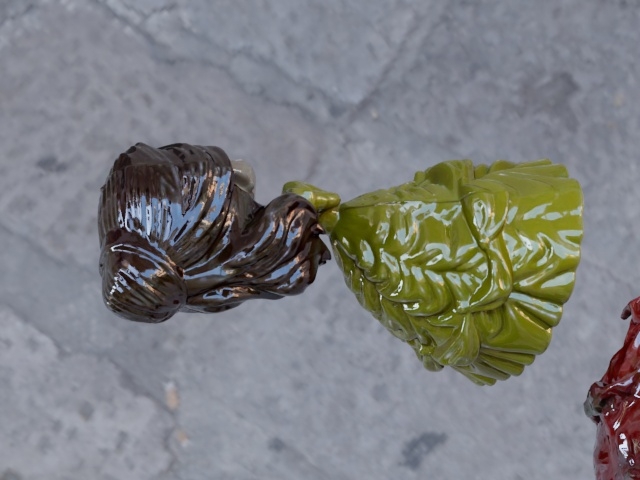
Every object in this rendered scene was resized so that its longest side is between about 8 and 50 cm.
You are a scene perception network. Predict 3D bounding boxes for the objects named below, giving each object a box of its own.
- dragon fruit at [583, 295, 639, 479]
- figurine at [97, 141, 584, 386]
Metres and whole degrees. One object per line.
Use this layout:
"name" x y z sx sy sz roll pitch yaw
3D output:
"dragon fruit" 0.276 0.113 0.748 0.244 0.298 0.244 -53 23 34
"figurine" 0.000 -0.004 1.018 0.187 0.315 0.168 165 115 -70
